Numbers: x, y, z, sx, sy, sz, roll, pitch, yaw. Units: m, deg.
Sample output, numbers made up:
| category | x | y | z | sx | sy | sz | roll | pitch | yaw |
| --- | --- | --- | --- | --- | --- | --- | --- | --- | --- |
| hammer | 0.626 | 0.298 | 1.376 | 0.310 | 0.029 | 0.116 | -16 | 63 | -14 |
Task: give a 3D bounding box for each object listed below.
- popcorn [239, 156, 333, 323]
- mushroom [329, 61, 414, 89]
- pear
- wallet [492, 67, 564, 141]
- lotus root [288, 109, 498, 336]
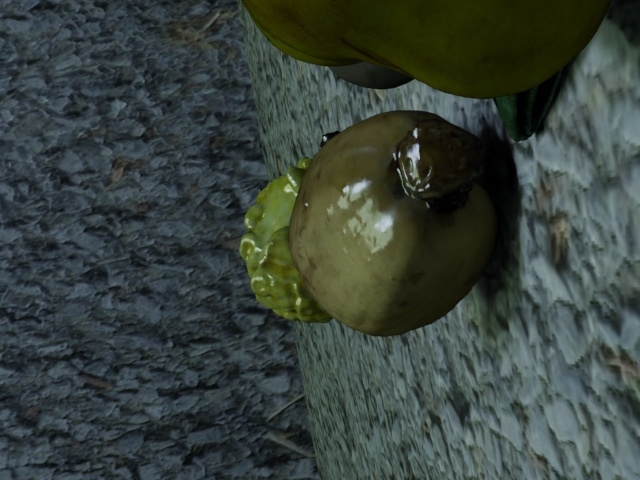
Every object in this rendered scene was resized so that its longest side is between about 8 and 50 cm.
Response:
| category | x | y | z | sx | sy | sz | roll | pitch | yaw |
| --- | --- | --- | --- | --- | --- | --- | --- | --- | --- |
| popcorn | -0.007 | -0.001 | 1.461 | 0.142 | 0.173 | 0.174 | -165 | 65 | -71 |
| mushroom | 0.033 | -0.166 | 0.972 | 0.117 | 0.141 | 0.188 | 58 | -172 | -30 |
| pear | 0.045 | -0.161 | 0.621 | 0.200 | 0.200 | 0.200 | 170 | 90 | -84 |
| wallet | 0.088 | -0.188 | 0.802 | 0.160 | 0.055 | 0.236 | 78 | 180 | -72 |
| lotus root | 0.049 | -0.016 | 1.010 | 0.257 | 0.140 | 0.154 | 114 | 140 | -68 |
